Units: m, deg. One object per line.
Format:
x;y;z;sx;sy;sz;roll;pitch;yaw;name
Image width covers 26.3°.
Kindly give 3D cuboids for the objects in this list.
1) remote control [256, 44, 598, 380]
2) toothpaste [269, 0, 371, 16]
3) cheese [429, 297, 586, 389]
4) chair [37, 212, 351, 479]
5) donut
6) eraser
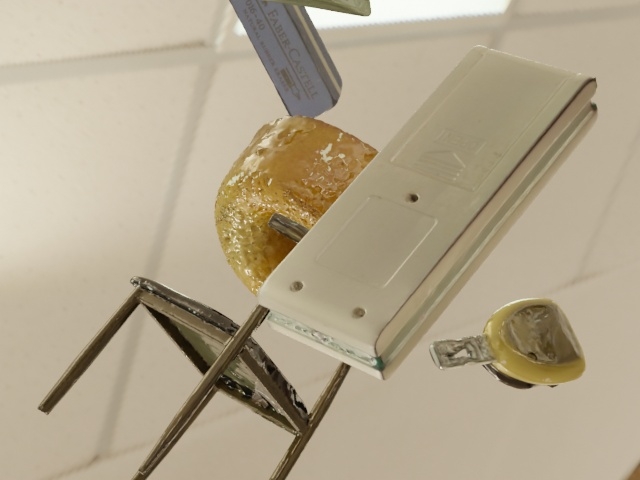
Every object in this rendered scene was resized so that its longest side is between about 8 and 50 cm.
0.082;-0.026;0.965;0.277;0.103;0.055;-49;-38;-26;remote control
-0.030;-0.292;1.603;0.197;0.048;0.029;3;-25;-25;toothpaste
0.163;0.095;1.221;0.163;0.086;0.036;-4;-26;-35;cheese
-0.086;0.114;1.240;0.272;0.166;0.188;-51;-45;-19;chair
-0.002;-0.001;1.545;0.108;0.278;0.277;-45;-29;-37;donut
-0.047;-0.260;1.718;0.082;0.225;0.036;-23;7;44;eraser
